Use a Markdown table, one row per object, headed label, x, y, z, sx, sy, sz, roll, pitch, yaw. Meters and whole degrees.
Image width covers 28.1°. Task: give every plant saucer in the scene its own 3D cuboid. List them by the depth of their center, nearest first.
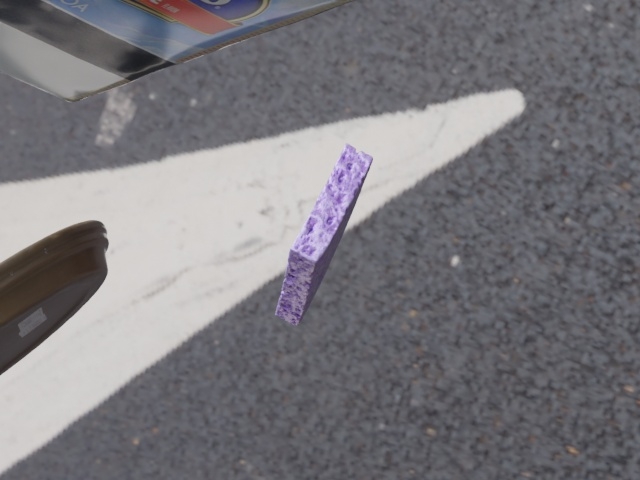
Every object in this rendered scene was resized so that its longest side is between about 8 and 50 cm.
| label | x | y | z | sx | sy | sz | roll | pitch | yaw |
| --- | --- | --- | --- | --- | --- | --- | --- | --- | --- |
| plant saucer | -0.281 | 0.082 | 1.053 | 0.278 | 0.278 | 0.041 | -41 | 85 | 27 |

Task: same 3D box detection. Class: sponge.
| label | x | y | z | sx | sy | sz | roll | pitch | yaw |
| --- | --- | --- | --- | --- | --- | --- | --- | --- | --- |
| sponge | 0.000 | 0.000 | 1.211 | 0.117 | 0.031 | 0.210 | -63 | -3 | -20 |

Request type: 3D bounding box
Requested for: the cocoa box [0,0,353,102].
| label | x | y | z | sx | sy | sz | roll | pitch | yaw |
| --- | --- | --- | --- | --- | --- | --- | --- | --- | --- |
| cocoa box | -0.163 | -0.249 | 0.618 | 0.228 | 0.347 | 0.231 | -12 | 67 | 36 |
